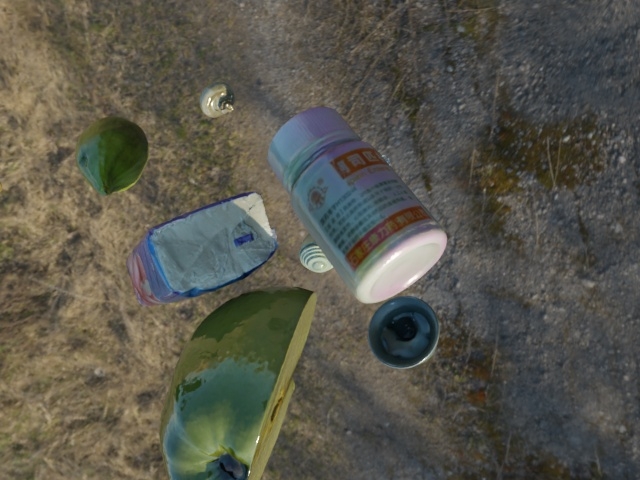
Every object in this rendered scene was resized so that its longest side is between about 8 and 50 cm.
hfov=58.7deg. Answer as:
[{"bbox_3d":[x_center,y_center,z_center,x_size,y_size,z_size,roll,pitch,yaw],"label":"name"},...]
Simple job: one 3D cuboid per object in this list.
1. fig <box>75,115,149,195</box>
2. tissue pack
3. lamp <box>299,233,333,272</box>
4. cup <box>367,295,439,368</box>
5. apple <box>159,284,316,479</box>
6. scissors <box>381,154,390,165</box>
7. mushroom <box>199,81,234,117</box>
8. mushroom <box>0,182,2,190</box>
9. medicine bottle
[{"bbox_3d":[-0.495,-0.188,1.316,0.167,0.234,0.167,12,127,16],"label":"fig"},{"bbox_3d":[-0.213,0.026,1.001,0.269,0.209,0.137,-23,93,61],"label":"tissue pack"},{"bbox_3d":[0.000,0.000,1.476,0.106,0.193,0.106,2,135,2],"label":"lamp"},{"bbox_3d":[0.248,0.269,1.571,0.198,0.199,0.150,2,158,28],"label":"cup"},{"bbox_3d":[-0.104,0.258,0.906,0.311,0.360,0.320,-27,97,17],"label":"apple"},{"bbox_3d":[0.137,-0.189,1.454,0.083,0.006,0.036,-24,79,12],"label":"scissors"},{"bbox_3d":[-0.225,-0.308,1.274,0.079,0.085,0.085,46,129,26],"label":"mushroom"},{"bbox_3d":[-0.567,-0.153,0.915,0.068,0.043,0.306,19,154,-10],"label":"mushroom"},{"bbox_3d":[0.064,-0.080,1.179,0.388,0.219,0.219,55,131,27],"label":"medicine bottle"}]
